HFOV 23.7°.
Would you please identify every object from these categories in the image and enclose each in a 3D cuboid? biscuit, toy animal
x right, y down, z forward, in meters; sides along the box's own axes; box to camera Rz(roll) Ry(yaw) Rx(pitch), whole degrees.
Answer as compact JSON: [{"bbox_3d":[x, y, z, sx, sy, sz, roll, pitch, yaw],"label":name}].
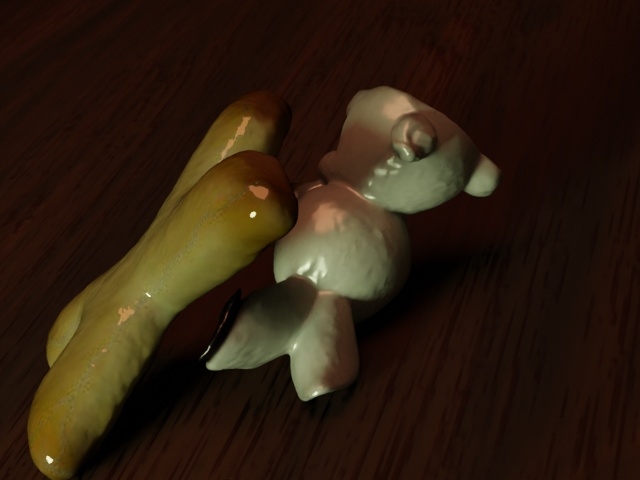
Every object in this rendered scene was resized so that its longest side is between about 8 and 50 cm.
[{"bbox_3d":[-0.087,0.019,0.832,0.208,0.047,0.164,-50,19,16],"label":"biscuit"},{"bbox_3d":[0.000,0.000,0.837,0.182,0.131,0.127,-58,-13,-5],"label":"toy animal"}]
